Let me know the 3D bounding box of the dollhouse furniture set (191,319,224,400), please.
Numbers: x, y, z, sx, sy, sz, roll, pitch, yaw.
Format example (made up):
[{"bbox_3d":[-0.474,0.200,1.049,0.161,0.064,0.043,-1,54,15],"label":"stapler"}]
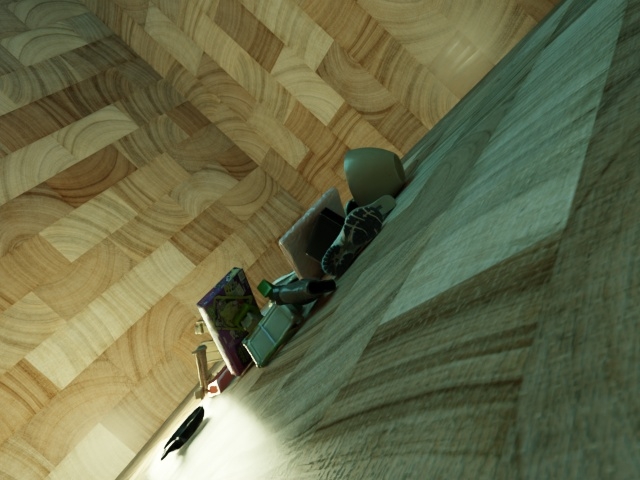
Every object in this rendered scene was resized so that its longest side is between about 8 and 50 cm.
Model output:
[{"bbox_3d":[-0.485,0.520,2.046,0.174,0.303,0.355,-10,0,-7],"label":"dollhouse furniture set"}]

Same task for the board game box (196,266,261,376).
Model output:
[{"bbox_3d":[-0.301,0.293,1.592,0.056,0.346,0.208,3,35,28],"label":"board game box"}]

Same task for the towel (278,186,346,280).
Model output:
[{"bbox_3d":[-0.008,-0.005,1.818,0.332,0.053,0.317,-48,-39,-24],"label":"towel"}]

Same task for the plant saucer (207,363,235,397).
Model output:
[{"bbox_3d":[-0.372,0.533,1.862,0.258,0.048,0.259,-49,4,-32],"label":"plant saucer"}]

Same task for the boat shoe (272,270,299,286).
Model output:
[{"bbox_3d":[-0.082,0.171,1.977,0.305,0.109,0.091,-34,40,8],"label":"boat shoe"}]

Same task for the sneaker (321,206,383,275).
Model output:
[{"bbox_3d":[0.097,0.000,1.500,0.283,0.110,0.122,-48,-1,-12],"label":"sneaker"}]

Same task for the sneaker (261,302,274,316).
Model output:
[{"bbox_3d":[-0.178,0.301,1.909,0.228,0.087,0.092,-49,18,-2],"label":"sneaker"}]

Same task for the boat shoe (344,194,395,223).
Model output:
[{"bbox_3d":[0.179,-0.089,1.628,0.227,0.079,0.081,-29,-16,-25],"label":"boat shoe"}]

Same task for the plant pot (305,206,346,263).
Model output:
[{"bbox_3d":[0.045,0.001,1.661,0.167,0.188,0.187,-57,0,13],"label":"plant pot"}]

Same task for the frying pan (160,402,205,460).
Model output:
[{"bbox_3d":[-0.447,0.634,1.476,0.197,0.053,0.326,-49,5,-26],"label":"frying pan"}]

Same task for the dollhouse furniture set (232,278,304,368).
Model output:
[{"bbox_3d":[-0.142,0.289,1.454,0.197,0.151,0.301,-54,32,-2],"label":"dollhouse furniture set"}]

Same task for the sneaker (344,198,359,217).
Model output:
[{"bbox_3d":[0.189,-0.160,2.060,0.295,0.124,0.178,-57,-3,-25],"label":"sneaker"}]

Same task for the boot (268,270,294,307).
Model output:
[{"bbox_3d":[-0.178,0.262,2.384,0.236,0.085,0.178,-34,-18,-41],"label":"boot"}]

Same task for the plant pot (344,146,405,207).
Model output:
[{"bbox_3d":[0.250,-0.278,1.890,0.191,0.284,0.284,-15,18,27],"label":"plant pot"}]

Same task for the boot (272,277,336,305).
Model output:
[{"bbox_3d":[-0.016,0.153,1.364,0.161,0.083,0.246,-14,-6,31],"label":"boot"}]
